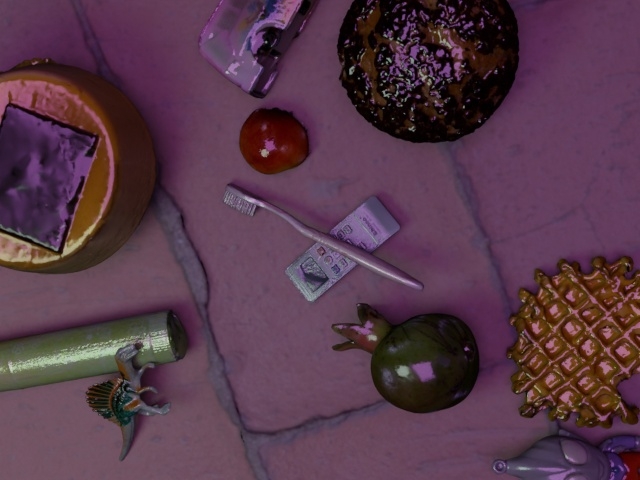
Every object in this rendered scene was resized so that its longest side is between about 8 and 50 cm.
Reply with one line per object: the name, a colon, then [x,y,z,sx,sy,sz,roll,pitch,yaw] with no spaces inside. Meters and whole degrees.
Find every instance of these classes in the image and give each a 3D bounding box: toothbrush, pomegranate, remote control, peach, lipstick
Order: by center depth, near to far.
pomegranate: [0.114,0.144,1.596,0.191,0.152,0.131,31,103,25]
toothbrush: [0.000,0.000,1.626,0.307,0.025,0.029,27,104,16]
peach: [-0.065,-0.133,1.631,0.098,0.061,0.098,2,100,11]
remote control: [0.030,0.012,1.646,0.162,0.029,0.061,-40,81,11]
lipstick: [-0.336,0.154,1.676,0.304,0.076,0.076,-10,93,8]

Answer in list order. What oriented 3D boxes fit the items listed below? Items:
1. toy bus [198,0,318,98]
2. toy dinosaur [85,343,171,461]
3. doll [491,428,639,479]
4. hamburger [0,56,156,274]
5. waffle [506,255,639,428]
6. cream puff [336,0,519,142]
toy bus: [-0.054,-0.328,1.604,0.112,0.090,0.274,32,97,10]
toy dinosaur: [-0.270,0.222,1.656,0.106,0.044,0.187,27,124,-22]
doll: [0.338,0.302,1.609,0.228,0.075,0.102,5,78,-5]
hamburger: [-0.365,-0.098,1.611,0.300,0.176,0.300,0,93,6]
waffle: [0.361,0.135,1.607,0.229,0.051,0.231,1,93,9]
cream puff: [0.137,-0.241,1.549,0.239,0.165,0.239,1,97,6]
